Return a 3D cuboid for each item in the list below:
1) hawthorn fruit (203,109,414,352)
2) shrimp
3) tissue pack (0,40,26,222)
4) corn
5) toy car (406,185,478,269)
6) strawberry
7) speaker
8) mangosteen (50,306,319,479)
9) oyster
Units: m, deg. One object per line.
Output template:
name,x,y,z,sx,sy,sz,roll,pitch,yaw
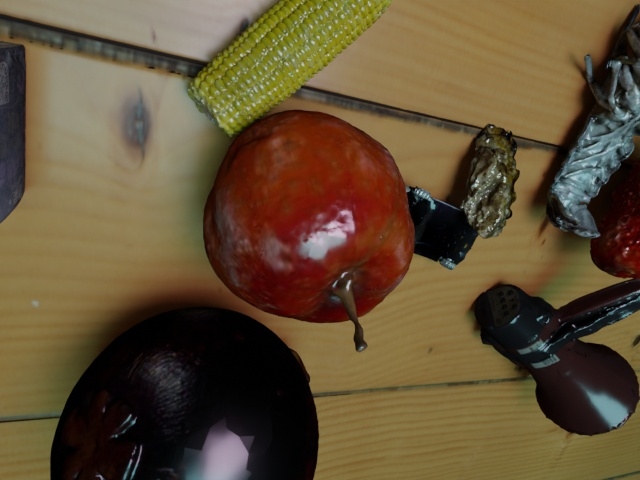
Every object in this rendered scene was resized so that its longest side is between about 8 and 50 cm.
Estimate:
hawthorn fruit,0.000,0.000,0.444,0.241,0.272,0.242,-11,129,-14
shrimp,0.461,-0.202,0.598,0.221,0.166,0.411,21,122,-8
tissue pack,-0.303,-0.097,0.373,0.051,0.112,0.156,6,113,-23
corn,-0.029,-0.209,0.440,0.248,0.081,0.081,-39,123,1
toy car,0.160,-0.021,0.622,0.204,0.056,0.095,18,106,-30
strawberry,0.588,-0.026,0.665,0.261,0.261,0.258,24,92,-29
speaker,0.459,0.203,0.756,0.329,0.259,0.198,43,58,-28
mangosteen,-0.142,0.242,0.525,0.307,0.307,0.347,-41,152,3
oyster,0.254,-0.082,0.602,0.105,0.056,0.177,43,66,-32
